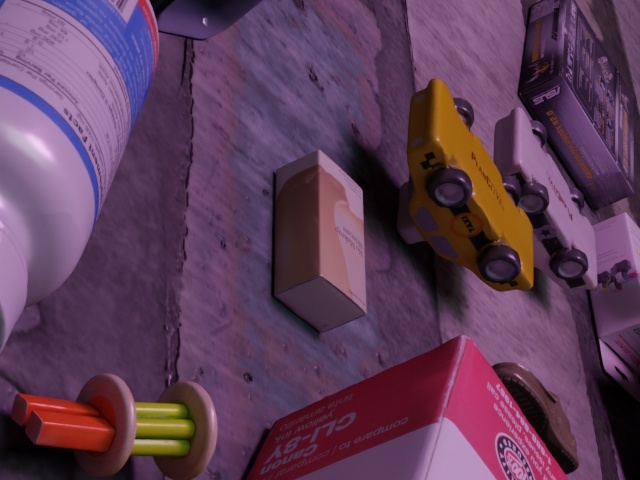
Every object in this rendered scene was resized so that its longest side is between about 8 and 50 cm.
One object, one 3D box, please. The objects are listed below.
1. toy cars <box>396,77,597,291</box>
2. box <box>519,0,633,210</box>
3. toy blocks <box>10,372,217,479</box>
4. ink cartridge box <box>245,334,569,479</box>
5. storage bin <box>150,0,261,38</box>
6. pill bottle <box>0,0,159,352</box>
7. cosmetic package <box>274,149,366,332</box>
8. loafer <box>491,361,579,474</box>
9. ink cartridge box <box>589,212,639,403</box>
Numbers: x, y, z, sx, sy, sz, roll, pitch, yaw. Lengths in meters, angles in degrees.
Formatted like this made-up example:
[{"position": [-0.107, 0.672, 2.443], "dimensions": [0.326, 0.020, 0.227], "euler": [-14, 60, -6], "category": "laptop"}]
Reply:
[{"position": [0.151, -0.032, 1.230], "dimensions": [0.393, 0.087, 0.176], "euler": [4, 70, -64], "category": "toy cars"}, {"position": [0.314, -0.175, 1.664], "dimensions": [0.183, 0.056, 0.231], "euler": [53, 30, -25], "category": "box"}, {"position": [-0.113, 0.119, 0.656], "dimensions": [0.148, 0.054, 0.123], "euler": [10, 51, -44], "category": "toy blocks"}, {"position": [0.053, 0.279, 0.705], "dimensions": [0.279, 0.160, 0.385], "euler": [56, 28, -16], "category": "ink cartridge box"}, {"position": [-0.072, -0.215, 0.931], "dimensions": [0.098, 0.135, 0.091], "euler": [-2, 59, -60], "category": "storage bin"}, {"position": [-0.156, -0.044, 0.635], "dimensions": [0.124, 0.124, 0.221], "euler": [50, 31, -28], "category": "pill bottle"}, {"position": [0.000, 0.000, 0.970], "dimensions": [0.060, 0.041, 0.115], "euler": [40, 36, -41], "category": "cosmetic package"}, {"position": [0.173, 0.144, 1.156], "dimensions": [0.050, 0.056, 0.148], "euler": [-87, 152, -43], "category": "loafer"}, {"position": [0.343, 0.075, 1.506], "dimensions": [0.104, 0.061, 0.181], "euler": [39, 38, -42], "category": "ink cartridge box"}]
